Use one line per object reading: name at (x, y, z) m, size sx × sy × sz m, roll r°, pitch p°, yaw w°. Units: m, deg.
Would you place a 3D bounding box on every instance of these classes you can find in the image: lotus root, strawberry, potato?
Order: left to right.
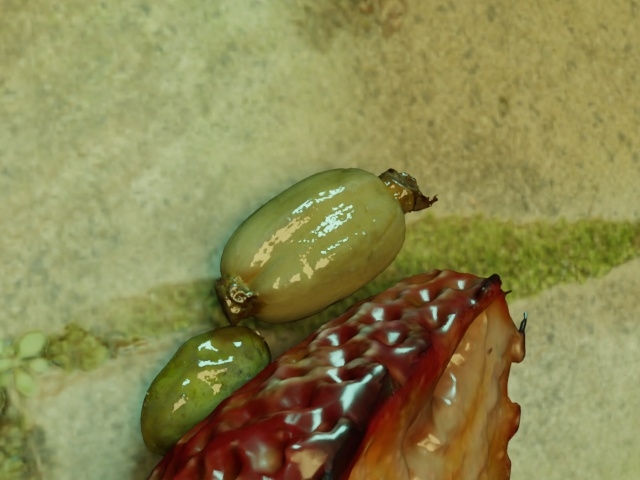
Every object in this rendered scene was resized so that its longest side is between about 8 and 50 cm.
potato at (-0.066, 0.079, 0.731) m, size 0.046 × 0.045 × 0.092 m, roll 41°, pitch 68°, yaw 18°
strawberry at (-0.004, 0.139, 0.700) m, size 0.253 × 0.150 × 0.280 m, roll 27°, pitch 69°, yaw -57°
lotus root at (0.000, 0.000, 0.756) m, size 0.150 × 0.062 × 0.073 m, roll -32°, pitch 78°, yaw -24°
